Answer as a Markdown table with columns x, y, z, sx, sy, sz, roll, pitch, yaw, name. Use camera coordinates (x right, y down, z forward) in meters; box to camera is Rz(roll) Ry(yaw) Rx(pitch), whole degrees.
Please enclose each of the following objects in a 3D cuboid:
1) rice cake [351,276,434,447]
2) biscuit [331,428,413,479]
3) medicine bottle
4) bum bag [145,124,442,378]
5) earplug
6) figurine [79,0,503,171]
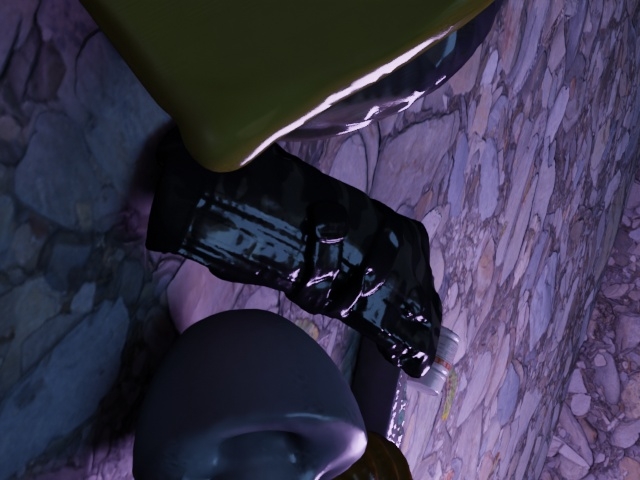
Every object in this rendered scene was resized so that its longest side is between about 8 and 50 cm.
| x | y | z | sx | sy | sz | roll | pitch | yaw | name |
| --- | --- | --- | --- | --- | --- | --- | --- | --- | --- |
| 0.068 | 0.221 | 1.180 | 0.064 | 0.070 | 0.399 | -6 | 110 | -59 | rice cake |
| 0.010 | 0.361 | 1.040 | 0.325 | 0.107 | 0.326 | -16 | 111 | -46 | biscuit |
| 0.157 | 0.168 | 1.347 | 0.089 | 0.057 | 0.057 | -65 | 154 | -17 | medicine bottle |
| 0.000 | 0.000 | 0.785 | 0.340 | 0.095 | 0.144 | 29 | 62 | -38 | bum bag |
| -0.098 | 0.204 | 0.734 | 0.326 | 0.175 | 0.214 | -55 | 155 | -17 | earplug |
| -0.040 | -0.250 | 0.605 | 0.378 | 0.266 | 0.362 | -106 | 177 | -78 | figurine |
